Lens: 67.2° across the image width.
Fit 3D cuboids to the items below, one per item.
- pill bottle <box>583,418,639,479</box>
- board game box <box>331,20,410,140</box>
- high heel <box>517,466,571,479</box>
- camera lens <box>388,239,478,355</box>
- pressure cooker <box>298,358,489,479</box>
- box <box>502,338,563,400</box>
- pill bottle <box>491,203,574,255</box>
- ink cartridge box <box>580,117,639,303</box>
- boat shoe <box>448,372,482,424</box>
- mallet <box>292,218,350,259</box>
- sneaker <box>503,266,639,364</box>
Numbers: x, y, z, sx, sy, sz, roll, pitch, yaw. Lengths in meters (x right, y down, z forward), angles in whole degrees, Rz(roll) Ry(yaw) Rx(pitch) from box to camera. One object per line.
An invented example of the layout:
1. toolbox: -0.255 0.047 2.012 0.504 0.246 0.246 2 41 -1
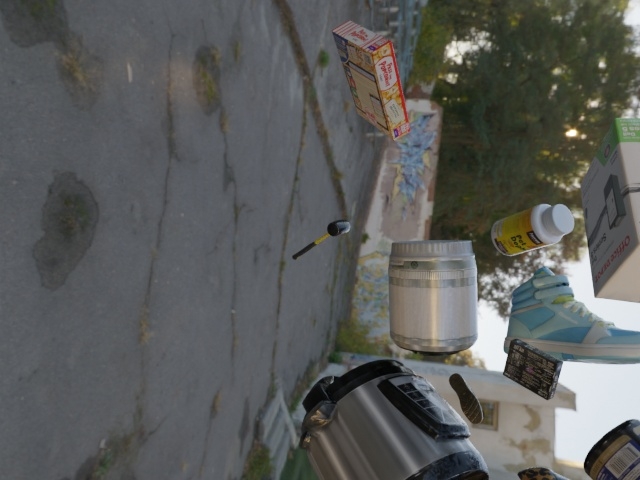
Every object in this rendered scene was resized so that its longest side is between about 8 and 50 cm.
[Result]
1. pill bottle: 0.505 0.377 0.684 0.219 0.122 0.123 -128 -149 -51
2. board game box: 0.099 -0.306 0.930 0.147 0.045 0.193 51 -9 43
3. high heel: 0.484 0.625 1.008 0.261 0.186 0.093 -69 155 -14
4. camera lens: 0.283 0.139 1.220 0.219 0.219 0.274 -13 101 -82
5. pressure cooker: 0.150 0.511 1.209 0.420 0.375 0.370 50 -26 47
6. box: 0.343 0.208 0.783 0.083 0.018 0.067 25 -66 50
7. pill bottle: 0.608 -0.033 1.388 0.215 0.117 0.117 -31 -132 60
8. ink cartridge box: 0.566 -0.051 0.860 0.198 0.114 0.273 76 22 -57
9. boat shoe: 0.507 0.542 1.654 0.060 0.064 0.178 33 27 -50
10. mallet: 0.000 0.000 1.252 0.062 0.189 0.039 -20 79 -48
11. sneaker: 0.549 0.154 1.030 0.127 0.319 0.208 23 68 -44
